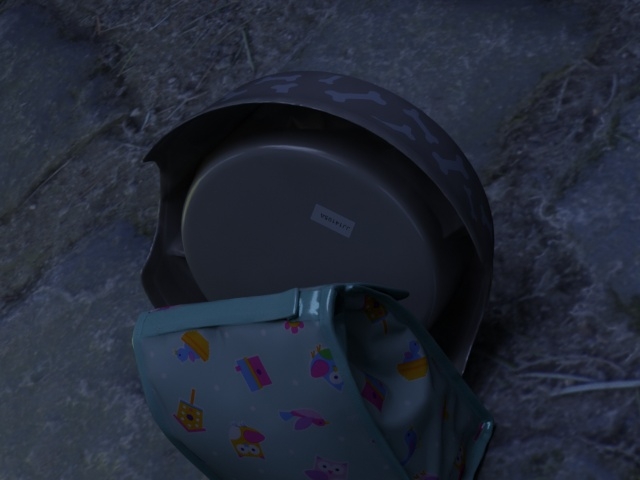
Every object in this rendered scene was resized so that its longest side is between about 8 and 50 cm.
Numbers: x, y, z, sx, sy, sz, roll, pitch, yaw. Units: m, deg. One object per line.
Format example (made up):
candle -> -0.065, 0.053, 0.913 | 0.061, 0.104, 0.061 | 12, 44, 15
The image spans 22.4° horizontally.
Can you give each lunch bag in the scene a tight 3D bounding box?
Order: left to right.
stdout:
lunch bag -> -0.010, 0.131, 1.383 | 0.223, 0.262, 0.160 | -8, 44, 36

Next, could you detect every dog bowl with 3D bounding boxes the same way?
dog bowl -> 0.000, 0.000, 1.477 | 0.349, 0.349, 0.102 | -12, 29, 31
